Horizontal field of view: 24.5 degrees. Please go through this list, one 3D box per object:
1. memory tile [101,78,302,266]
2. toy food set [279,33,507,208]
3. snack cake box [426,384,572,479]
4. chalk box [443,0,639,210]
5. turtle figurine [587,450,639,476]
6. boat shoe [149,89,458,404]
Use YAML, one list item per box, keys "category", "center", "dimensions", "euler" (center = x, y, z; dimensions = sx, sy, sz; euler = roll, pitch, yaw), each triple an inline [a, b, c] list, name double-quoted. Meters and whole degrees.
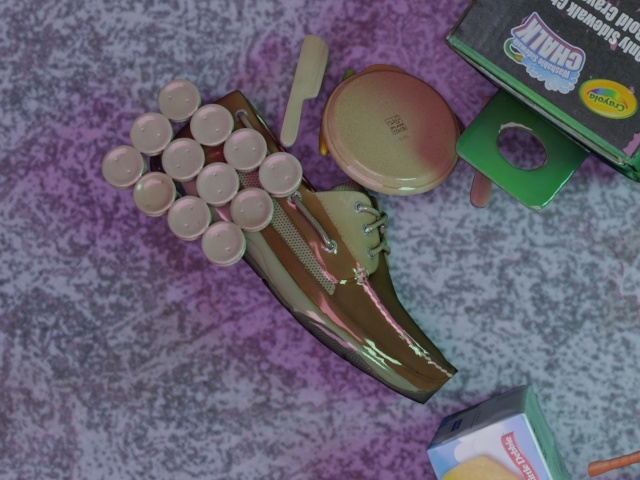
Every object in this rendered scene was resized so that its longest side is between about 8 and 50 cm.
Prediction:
- category: "memory tile"
  center: [-0.099, -0.057, 1.224]
  dimensions: [0.148, 0.012, 0.113]
  euler: [37, 84, 13]
- category: "toy food set"
  center: [0.061, -0.093, 1.261]
  dimensions: [0.192, 0.038, 0.132]
  euler: [18, 61, -5]
- category: "snack cake box"
  center: [0.184, 0.265, 1.227]
  dimensions: [0.089, 0.152, 0.264]
  euler: [-23, 89, 10]
- category: "chalk box"
  center: [0.227, -0.161, 1.174]
  dimensions: [0.180, 0.179, 0.289]
  euler: [38, 99, 15]
- category: "turtle figurine"
  center: [0.369, 0.217, 1.229]
  dimensions: [0.269, 0.087, 0.217]
  euler: [-18, 98, 1]
- category: "boat shoe"
  center: [0.000, 0.000, 1.259]
  dimensions: [0.324, 0.122, 0.120]
  euler: [44, 92, 5]
